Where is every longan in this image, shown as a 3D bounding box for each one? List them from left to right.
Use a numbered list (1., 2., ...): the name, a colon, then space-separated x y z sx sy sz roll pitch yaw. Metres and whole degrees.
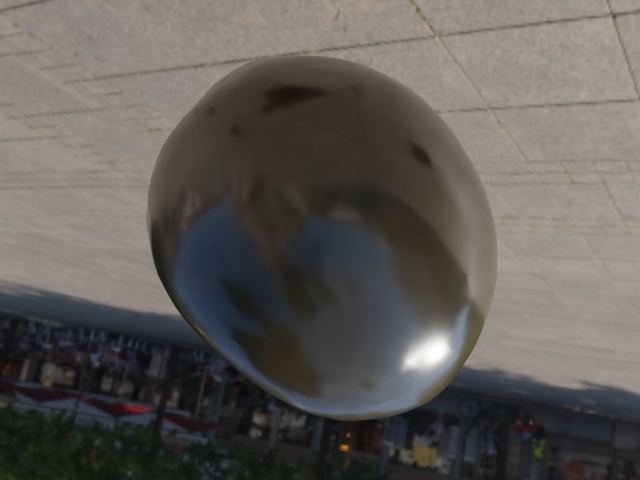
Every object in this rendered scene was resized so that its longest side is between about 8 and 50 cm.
1. longan: 0.000 0.000 0.481 0.215 0.246 0.246 -17 169 -10
